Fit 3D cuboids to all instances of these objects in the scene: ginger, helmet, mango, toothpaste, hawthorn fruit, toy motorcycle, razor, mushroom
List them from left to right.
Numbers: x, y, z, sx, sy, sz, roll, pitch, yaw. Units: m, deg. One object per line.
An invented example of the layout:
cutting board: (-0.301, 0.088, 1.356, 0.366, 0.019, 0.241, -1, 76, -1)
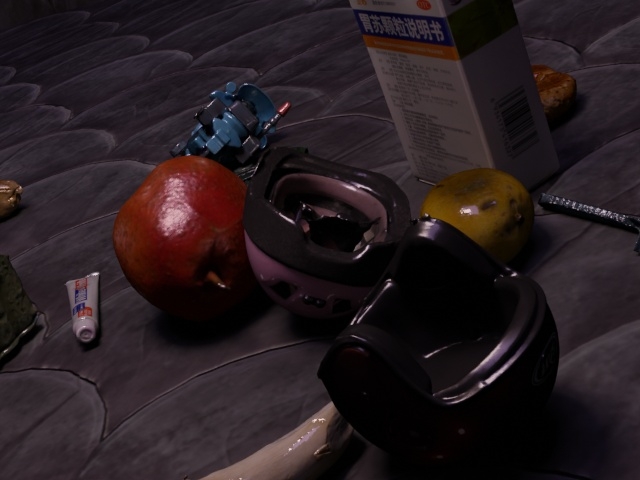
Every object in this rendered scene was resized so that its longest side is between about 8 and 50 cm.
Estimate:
ginger: (-0.608, -0.052, 1.934, 0.190, 0.068, 0.095, -26, 21, -10)
toothpaste: (-0.320, 0.087, 1.496, 0.052, 0.033, 0.218, -19, 21, -7)
hawthorn fruit: (-0.147, 0.012, 1.338, 0.197, 0.196, 0.225, -24, 32, -8)
toy motorcycle: (-0.145, -0.172, 1.743, 0.182, 0.123, 0.272, -45, 9, -4)
mushroom: (-0.051, 0.212, 1.011, 0.209, 0.071, 0.084, -29, -6, -24)
helmet: (0.000, 0.000, 1.293, 0.198, 0.154, 0.253, 15, 15, -8)
helmet: (0.103, 0.099, 0.967, 0.216, 0.193, 0.189, -5, 34, 38)
mango: (0.173, -0.030, 1.286, 0.137, 0.098, 0.195, -28, 22, -3)
razor: (0.316, -0.029, 1.261, 0.190, 0.033, 0.066, 21, 89, 59)

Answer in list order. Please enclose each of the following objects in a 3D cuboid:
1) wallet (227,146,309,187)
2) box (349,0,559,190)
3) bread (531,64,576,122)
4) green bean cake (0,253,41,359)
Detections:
wallet: (-0.130, -0.077, 1.657, 0.236, 0.055, 0.160, -18, 19, 7)
box: (0.167, -0.209, 1.402, 0.106, 0.299, 0.200, -32, 28, -21)
bread: (0.275, -0.201, 1.590, 0.193, 0.063, 0.193, -11, 25, 5)
green bean cake: (-0.539, 0.126, 1.464, 0.255, 0.132, 0.241, -8, 28, 28)
